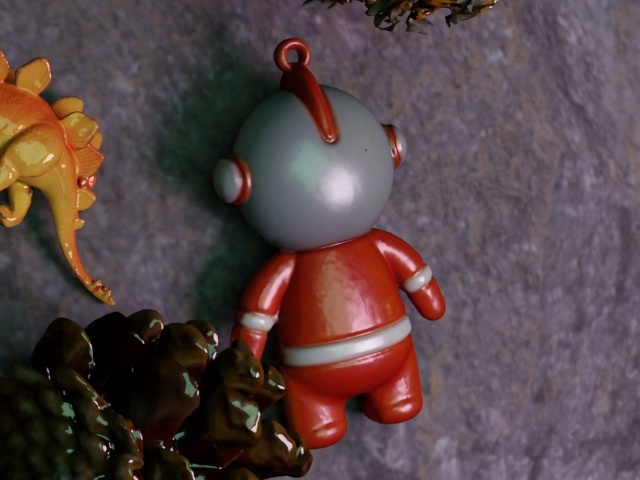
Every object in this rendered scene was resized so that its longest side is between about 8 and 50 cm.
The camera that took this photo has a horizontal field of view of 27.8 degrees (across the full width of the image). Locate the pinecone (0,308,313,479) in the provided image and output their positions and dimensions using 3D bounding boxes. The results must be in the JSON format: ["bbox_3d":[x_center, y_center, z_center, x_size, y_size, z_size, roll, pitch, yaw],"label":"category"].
[{"bbox_3d":[-0.124,0.166,0.942,0.264,0.264,0.264,1,87,-23],"label":"pinecone"}]

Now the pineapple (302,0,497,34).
[{"bbox_3d":[0.051,-0.325,0.987,0.300,0.352,0.352,35,76,-25],"label":"pineapple"}]

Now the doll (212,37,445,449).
[{"bbox_3d":[0.000,0.000,1.077,0.199,0.105,0.336,-15,101,-21],"label":"doll"}]

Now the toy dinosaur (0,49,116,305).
[{"bbox_3d":[-0.229,-0.077,1.001,0.288,0.070,0.117,47,72,-19],"label":"toy dinosaur"}]
